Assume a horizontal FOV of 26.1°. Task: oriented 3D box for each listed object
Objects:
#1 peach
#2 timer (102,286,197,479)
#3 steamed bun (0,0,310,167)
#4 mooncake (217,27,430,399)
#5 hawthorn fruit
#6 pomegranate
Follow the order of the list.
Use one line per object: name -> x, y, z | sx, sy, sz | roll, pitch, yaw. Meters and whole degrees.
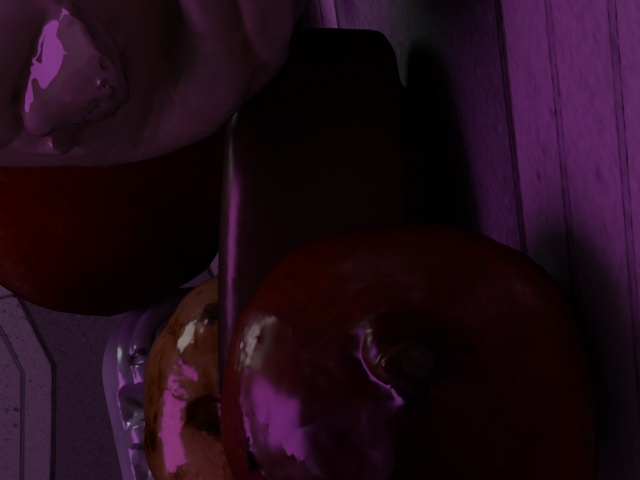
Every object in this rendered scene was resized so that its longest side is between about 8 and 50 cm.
peach -> -0.196, -0.124, 1.198 | 0.388, 0.388, 0.388 | 168, 90, -82
timer -> -0.064, 0.163, 1.230 | 0.087, 0.237, 0.262 | -37, 62, 51
steamed bun -> -0.076, -0.209, 0.680 | 0.346, 0.237, 0.394 | 29, 101, 45
mooncake -> 0.000, 0.000, 0.801 | 0.235, 0.117, 0.235 | -179, 90, -87
hawthorn fruit -> 0.042, 0.067, 0.573 | 0.188, 0.169, 0.169 | 107, 150, -69
pomegranate -> -0.032, 0.126, 1.080 | 0.215, 0.215, 0.215 | 168, 90, -82
